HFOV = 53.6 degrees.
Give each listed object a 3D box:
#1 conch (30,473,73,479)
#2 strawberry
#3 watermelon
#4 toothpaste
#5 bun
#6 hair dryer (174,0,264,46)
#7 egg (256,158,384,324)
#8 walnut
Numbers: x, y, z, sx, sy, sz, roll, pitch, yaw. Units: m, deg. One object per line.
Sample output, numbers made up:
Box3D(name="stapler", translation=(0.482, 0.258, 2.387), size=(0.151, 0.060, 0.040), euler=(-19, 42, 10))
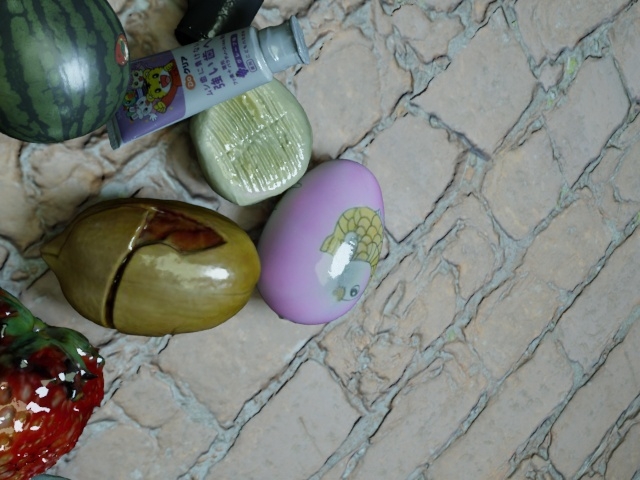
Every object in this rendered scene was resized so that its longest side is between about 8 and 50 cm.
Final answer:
Box3D(name="conch", translation=(-0.463, 0.422, 0.833), size=(0.368, 0.197, 0.249), euler=(-2, 115, -44))
Box3D(name="strawberry", translation=(-0.433, 0.212, 0.790), size=(0.288, 0.250, 0.238), euler=(-53, 155, -10))
Box3D(name="watermelon", translation=(-0.333, -0.224, 0.757), size=(0.212, 0.212, 0.212), euler=(-7, 105, -28))
Box3D(name="toothpaste", translation=(-0.164, -0.219, 0.846), size=(0.299, 0.073, 0.114), euler=(-16, 89, 12))
Box3D(name="bun", translation=(-0.111, -0.154, 0.946), size=(0.178, 0.128, 0.193), euler=(-35, 105, -17))
Box3D(name="hair dryer", translation=(-0.189, -0.387, 0.874), size=(0.251, 0.089, 0.197), euler=(32, 86, -25))
Box3D(name="egg", translation=(0.000, 0.000, 1.006), size=(0.196, 0.196, 0.271), euler=(13, 85, -31))
Box3D(name="walnut", translation=(-0.233, 0.038, 0.886), size=(0.298, 0.203, 0.203), euler=(4, 100, -13))
